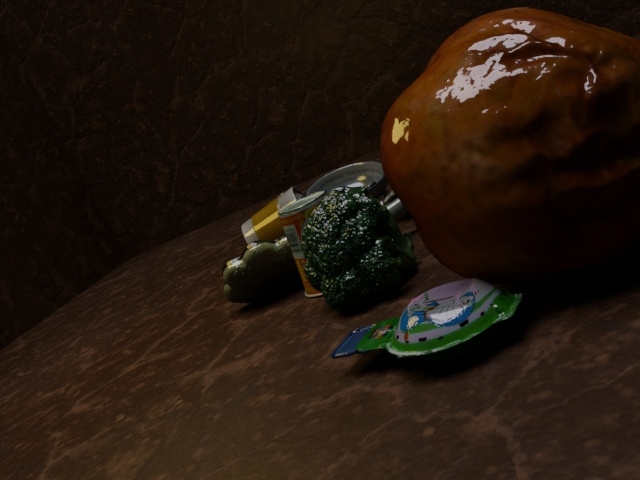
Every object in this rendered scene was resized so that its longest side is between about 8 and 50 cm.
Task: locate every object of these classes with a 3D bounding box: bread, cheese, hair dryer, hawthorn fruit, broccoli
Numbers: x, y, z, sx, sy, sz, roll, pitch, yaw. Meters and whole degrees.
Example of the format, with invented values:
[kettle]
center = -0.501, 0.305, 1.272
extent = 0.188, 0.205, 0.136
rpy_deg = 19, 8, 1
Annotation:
[bread]
center = -0.135, 0.069, 1.849
extent = 0.287, 0.056, 0.207
rpy_deg = -29, -32, 6
[cheese]
center = 0.156, 0.131, 1.110
extent = 0.321, 0.083, 0.204
rpy_deg = -17, 14, 36
[hair dryer]
center = 0.155, -0.054, 1.912
extent = 0.229, 0.092, 0.267
rpy_deg = -36, 3, 26
[hawthorn fruit]
center = 0.337, -0.150, 1.137
extent = 0.472, 0.471, 0.472
rpy_deg = -25, 11, 5
[broccoli]
center = 0.077, 0.015, 1.537
extent = 0.294, 0.246, 0.265
rpy_deg = -92, 24, -56

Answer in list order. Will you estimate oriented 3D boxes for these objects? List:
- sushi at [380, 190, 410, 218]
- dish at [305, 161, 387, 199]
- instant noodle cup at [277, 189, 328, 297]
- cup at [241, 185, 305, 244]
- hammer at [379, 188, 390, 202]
[sushi]
center = 0.258, -0.110, 1.998
extent = 0.273, 0.109, 0.134
rpy_deg = -36, 5, 45
[dish]
center = 0.103, -0.135, 2.329
extent = 0.274, 0.133, 0.273
rpy_deg = -19, 26, 10
[instant noodle cup]
center = 0.000, 0.000, 1.733
extent = 0.193, 0.212, 0.193
rpy_deg = -25, 11, 5
[cup]
center = -0.114, -0.038, 2.358
extent = 0.226, 0.185, 0.241
rpy_deg = -30, -24, 10
[hammer]
center = 0.221, -0.144, 2.385
extent = 0.103, 0.029, 0.246
rpy_deg = -25, 10, 1
